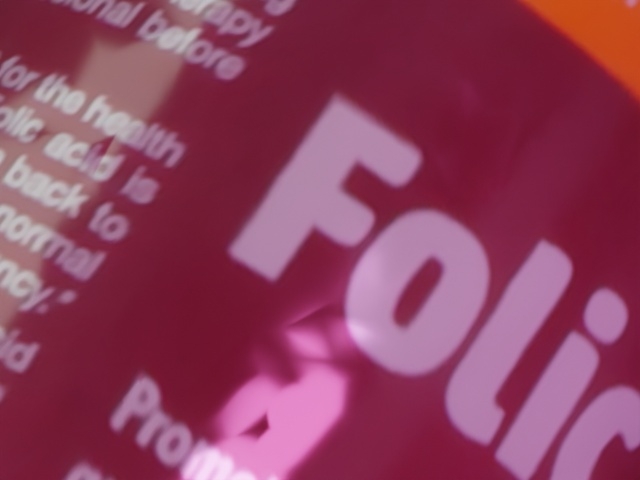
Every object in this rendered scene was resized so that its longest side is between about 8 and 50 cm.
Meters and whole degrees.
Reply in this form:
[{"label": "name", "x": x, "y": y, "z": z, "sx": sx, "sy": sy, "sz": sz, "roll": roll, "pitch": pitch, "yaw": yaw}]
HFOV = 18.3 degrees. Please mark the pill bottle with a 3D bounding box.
[{"label": "pill bottle", "x": 0.000, "y": 0.000, "z": 0.471, "sx": 0.392, "sy": 0.224, "sz": 0.224, "roll": -55, "pitch": 28, "yaw": -17}]
